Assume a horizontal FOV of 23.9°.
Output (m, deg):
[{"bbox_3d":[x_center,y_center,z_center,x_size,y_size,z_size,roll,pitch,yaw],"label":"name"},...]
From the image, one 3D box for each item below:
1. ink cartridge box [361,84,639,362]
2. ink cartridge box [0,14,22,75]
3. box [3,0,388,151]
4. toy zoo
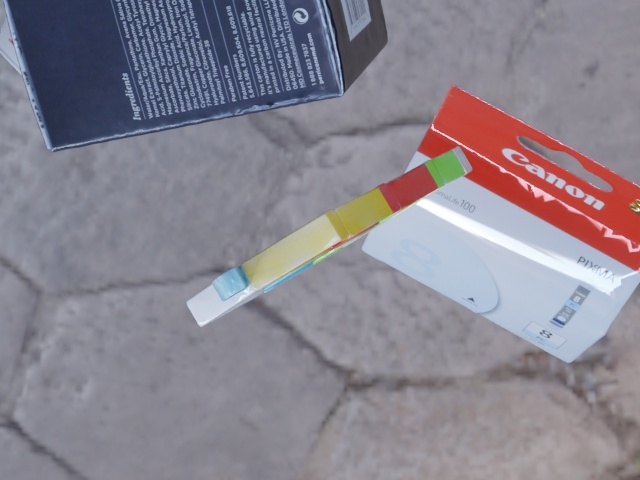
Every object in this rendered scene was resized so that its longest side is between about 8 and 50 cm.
[{"bbox_3d":[0.229,-0.006,1.773,0.308,0.091,0.385,29,161,2],"label":"ink cartridge box"},{"bbox_3d":[-0.211,-0.231,1.460,0.092,0.158,0.218,-20,147,-45],"label":"ink cartridge box"},{"bbox_3d":[-0.076,-0.143,0.989,0.207,0.153,0.108,-9,107,16],"label":"box"},{"bbox_3d":[0.000,0.000,1.411,0.192,0.293,0.030,-32,88,37],"label":"toy zoo"}]
